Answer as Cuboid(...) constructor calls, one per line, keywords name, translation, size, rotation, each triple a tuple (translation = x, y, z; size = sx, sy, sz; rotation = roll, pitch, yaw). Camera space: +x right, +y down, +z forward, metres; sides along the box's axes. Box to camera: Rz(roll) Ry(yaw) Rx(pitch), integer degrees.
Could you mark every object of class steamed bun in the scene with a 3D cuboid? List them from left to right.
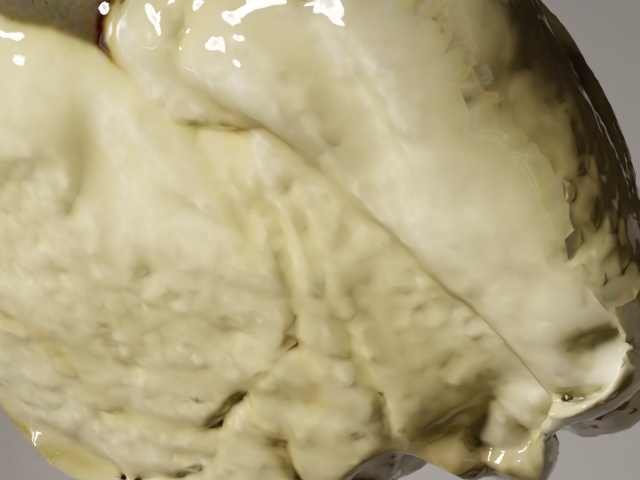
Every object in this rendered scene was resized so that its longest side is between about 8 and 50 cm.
Cuboid(name="steamed bun", translation=(-0.021, -0.032, 0.718), size=(0.372, 0.325, 0.230), rotation=(-2, 37, 25))
